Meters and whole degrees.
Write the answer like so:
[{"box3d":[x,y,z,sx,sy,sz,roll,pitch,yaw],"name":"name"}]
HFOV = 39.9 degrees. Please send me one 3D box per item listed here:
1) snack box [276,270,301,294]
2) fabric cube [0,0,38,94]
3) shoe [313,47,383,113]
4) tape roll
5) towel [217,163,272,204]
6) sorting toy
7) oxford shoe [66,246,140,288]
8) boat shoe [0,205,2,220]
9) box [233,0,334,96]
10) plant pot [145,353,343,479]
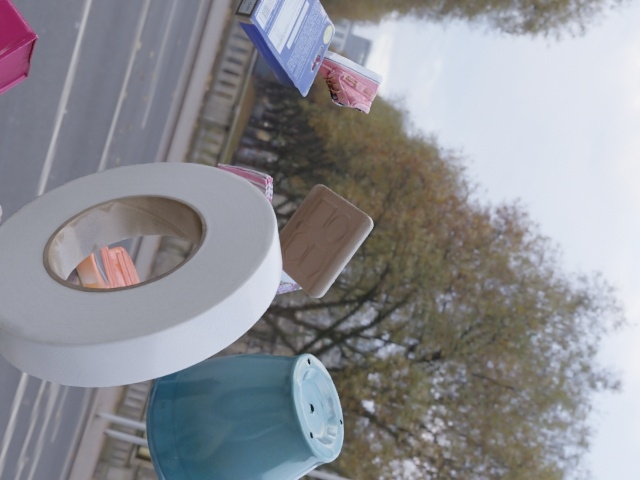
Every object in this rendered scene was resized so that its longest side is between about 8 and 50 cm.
[{"box3d":[-0.040,0.062,1.987,0.037,0.141,0.100,-117,-161,-46],"name":"snack box"},{"box3d":[-0.667,-0.348,1.484,0.254,0.258,0.259,-39,-171,-22],"name":"fabric cube"},{"box3d":[0.031,-0.306,1.679,0.063,0.178,0.081,27,-83,66],"name":"shoe"},{"box3d":[-0.245,0.027,1.135,0.392,0.392,0.072,-81,168,-53],"name":"tape roll"},{"box3d":[-0.188,-0.078,2.111,0.029,0.144,0.197,-38,138,-58],"name":"towel"},{"box3d":[0.000,0.000,1.785,0.193,0.038,0.208,-54,-141,2],"name":"sorting toy"},{"box3d":[-0.418,0.084,1.629,0.363,0.133,0.129,68,2,-75],"name":"oxford shoe"},{"box3d":[-0.680,-0.038,1.459,0.324,0.123,0.116,8,81,-53],"name":"boat shoe"},{"box3d":[-0.048,-0.328,1.331,0.136,0.037,0.225,-67,153,-14],"name":"box"},{"box3d":[-0.110,0.311,1.490,0.271,0.255,0.271,51,30,-44],"name":"plant pot"}]
